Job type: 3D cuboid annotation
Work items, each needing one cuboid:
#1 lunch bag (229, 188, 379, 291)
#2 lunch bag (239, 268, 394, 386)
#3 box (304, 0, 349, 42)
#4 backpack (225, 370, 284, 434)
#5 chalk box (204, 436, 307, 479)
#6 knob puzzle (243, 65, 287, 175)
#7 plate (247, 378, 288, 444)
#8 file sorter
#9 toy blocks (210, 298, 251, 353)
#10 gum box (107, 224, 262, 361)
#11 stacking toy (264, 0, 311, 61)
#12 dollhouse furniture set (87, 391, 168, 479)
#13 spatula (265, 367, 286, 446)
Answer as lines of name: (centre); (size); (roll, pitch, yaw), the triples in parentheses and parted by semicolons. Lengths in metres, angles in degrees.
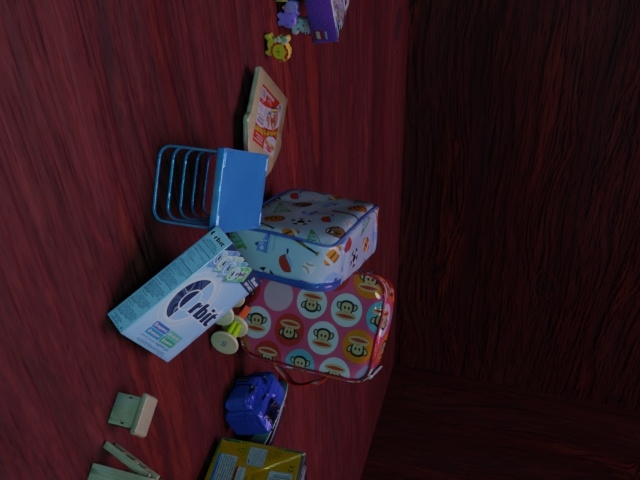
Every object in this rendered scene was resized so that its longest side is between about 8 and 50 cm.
lunch bag: (-0.031, -0.012, 1.264); (0.303, 0.243, 0.115); (-37, 133, -61)
lunch bag: (-0.011, 0.168, 1.327); (0.120, 0.293, 0.258); (5, 97, -74)
box: (0.001, -0.557, 1.256); (0.293, 0.057, 0.201); (76, 21, -44)
backpack: (-0.130, 0.320, 1.348); (0.101, 0.098, 0.120); (66, 32, -28)
chalk box: (-0.128, 0.554, 1.317); (0.180, 0.179, 0.289); (-72, 167, -46)
knob puzzle: (-0.115, -0.200, 1.234); (0.213, 0.030, 0.213); (9, 90, -76)
plate: (-0.122, 0.380, 1.444); (0.188, 0.024, 0.188); (-62, -171, 17)
file sorter: (-0.160, -0.080, 0.988); (0.170, 0.104, 0.118); (-14, 113, -74)
toy blocks: (-0.153, 0.118, 1.227); (0.148, 0.054, 0.123); (-62, 155, -52)
gum box: (-0.182, 0.080, 0.932); (0.184, 0.041, 0.157); (-40, 155, -7)
stacking toy: (-0.058, -0.469, 1.249); (0.167, 0.052, 0.221); (-61, 154, -53)
dollhouse furniture set: (-0.232, 0.318, 0.955); (0.182, 0.101, 0.161); (65, 36, -64)
spatula: (-0.093, 0.372, 1.645); (0.084, 0.030, 0.296); (54, 47, -68)
